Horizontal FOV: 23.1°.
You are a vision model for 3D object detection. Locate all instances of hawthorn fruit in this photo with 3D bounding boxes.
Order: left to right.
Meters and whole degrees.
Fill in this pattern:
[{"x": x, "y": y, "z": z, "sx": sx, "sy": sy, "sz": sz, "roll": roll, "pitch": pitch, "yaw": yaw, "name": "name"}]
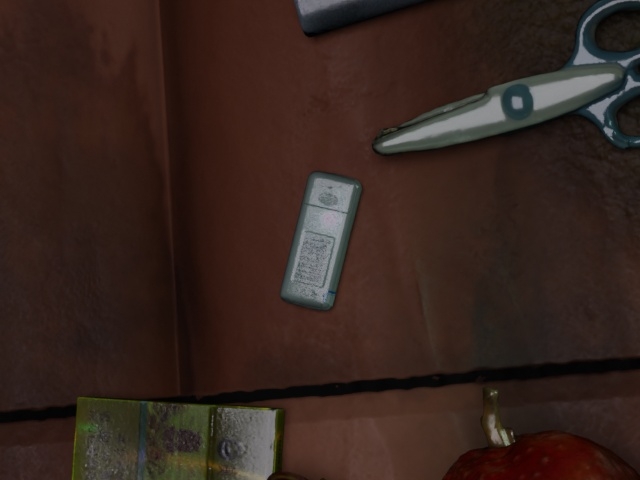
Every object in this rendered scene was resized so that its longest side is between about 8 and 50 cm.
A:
[{"x": 0.180, "y": 0.238, "z": 1.258, "sx": 0.205, "sy": 0.205, "sz": 0.253, "roll": -22, "pitch": 72, "yaw": 11, "name": "hawthorn fruit"}]

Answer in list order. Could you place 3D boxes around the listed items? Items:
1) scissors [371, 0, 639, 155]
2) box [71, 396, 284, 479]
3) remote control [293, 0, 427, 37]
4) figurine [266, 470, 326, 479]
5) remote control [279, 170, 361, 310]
[{"x": 0.183, "y": -0.122, "z": 1.370, "sx": 0.289, "sy": 0.041, "sz": 0.138, "roll": -16, "pitch": 89, "yaw": 8, "name": "scissors"}, {"x": -0.131, "y": 0.207, "z": 1.422, "sx": 0.193, "sy": 0.030, "sz": 0.121, "roll": 1, "pitch": 85, "yaw": 15, "name": "box"}, {"x": 0.151, "y": -0.285, "z": 1.395, "sx": 0.377, "sy": 0.044, "sz": 0.107, "roll": -16, "pitch": 87, "yaw": 13, "name": "remote control"}, {"x": 0.014, "y": 0.255, "z": 1.353, "sx": 0.098, "sy": 0.082, "sz": 0.154, "roll": -39, "pitch": 82, "yaw": -27, "name": "figurine"}, {"x": 0.000, "y": 0.000, "z": 1.416, "sx": 0.053, "sy": 0.018, "sz": 0.124, "roll": 12, "pitch": 87, "yaw": 17, "name": "remote control"}]
